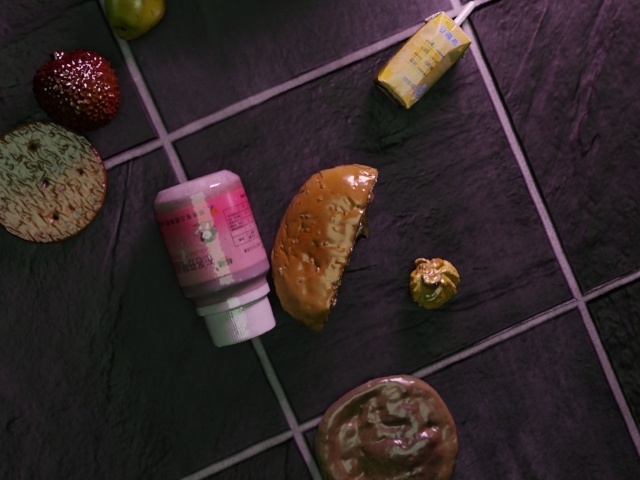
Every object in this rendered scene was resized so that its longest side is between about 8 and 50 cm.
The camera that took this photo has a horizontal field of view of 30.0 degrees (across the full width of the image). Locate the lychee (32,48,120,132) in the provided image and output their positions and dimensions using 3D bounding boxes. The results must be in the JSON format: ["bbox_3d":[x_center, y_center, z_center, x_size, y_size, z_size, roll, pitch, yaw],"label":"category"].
[{"bbox_3d":[-0.354,-0.221,1.754,0.129,0.123,0.123,44,89,-6],"label":"lychee"}]

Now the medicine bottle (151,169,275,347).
[{"bbox_3d":[-0.152,0.027,1.782,0.147,0.147,0.247,-19,95,-4],"label":"medicine bottle"}]

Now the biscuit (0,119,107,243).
[{"bbox_3d":[-0.417,-0.087,1.804,0.187,0.027,0.188,0,94,-7],"label":"biscuit"}]

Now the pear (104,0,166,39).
[{"bbox_3d":[-0.275,-0.345,1.771,0.092,0.092,0.097,10,92,-7],"label":"pear"}]

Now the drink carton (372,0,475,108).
[{"bbox_3d":[0.174,-0.293,1.827,0.084,0.074,0.200,43,90,-7],"label":"drink carton"}]

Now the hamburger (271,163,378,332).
[{"bbox_3d":[0.000,0.000,1.805,0.130,0.124,0.262,22,91,-7],"label":"hamburger"}]

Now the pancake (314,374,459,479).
[{"bbox_3d":[0.105,0.328,1.876,0.241,0.050,0.242,0,93,-6],"label":"pancake"}]

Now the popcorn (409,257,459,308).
[{"bbox_3d":[0.177,0.066,1.850,0.084,0.084,0.084,0,94,-6],"label":"popcorn"}]
